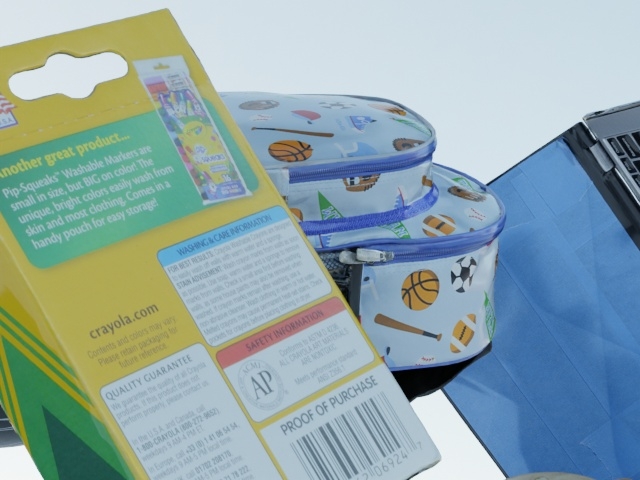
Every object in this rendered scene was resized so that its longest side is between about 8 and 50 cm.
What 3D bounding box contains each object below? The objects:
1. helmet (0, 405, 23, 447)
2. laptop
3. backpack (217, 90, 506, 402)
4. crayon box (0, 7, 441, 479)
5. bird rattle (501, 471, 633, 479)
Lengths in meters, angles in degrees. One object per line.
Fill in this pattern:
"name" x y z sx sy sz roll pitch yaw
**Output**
"helmet" -0.264 0.100 1.356 0.161 0.169 0.169 -19 -23 8
"laptop" 0.313 0.091 1.427 0.382 0.236 0.408 53 -25 -13
"backpack" 0.000 0.000 1.135 0.263 0.213 0.276 3 24 -19
"crayon box" -0.094 0.037 0.886 0.203 0.323 0.083 -23 -11 -47
"bird rattle" 0.185 0.270 1.258 0.253 0.143 0.207 0 -61 22
